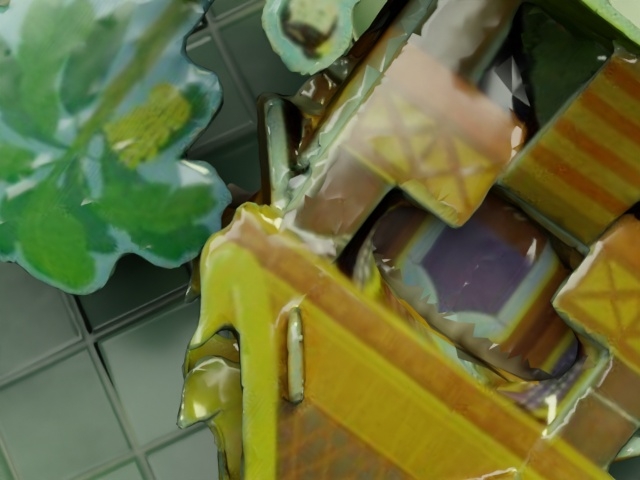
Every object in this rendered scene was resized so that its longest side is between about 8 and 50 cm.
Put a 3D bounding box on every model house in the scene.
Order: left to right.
[{"bbox_3d":[0.000,0.000,0.760,0.357,0.242,0.313,37,89,-9],"label":"model house"}]
